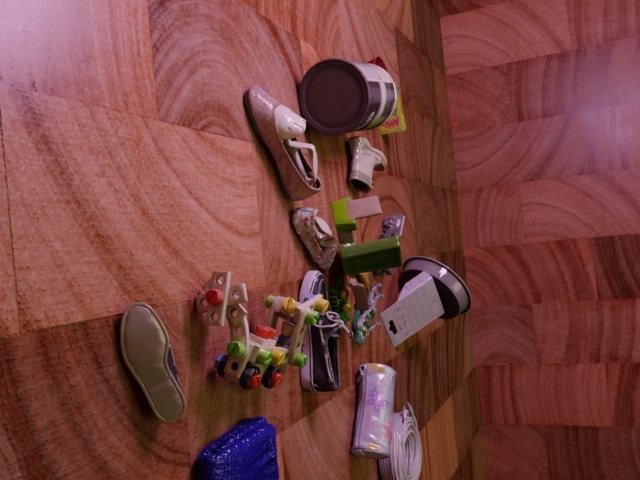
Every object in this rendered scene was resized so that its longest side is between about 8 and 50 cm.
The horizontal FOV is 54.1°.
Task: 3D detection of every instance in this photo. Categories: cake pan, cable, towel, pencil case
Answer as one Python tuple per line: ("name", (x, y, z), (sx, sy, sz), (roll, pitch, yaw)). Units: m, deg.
("cake pan", (0.415, 0.184, 2.313), (0.054, 0.293, 0.293), (-47, 131, -29))
("cable", (0.259, 0.693, 2.045), (0.257, 0.089, 0.257), (-66, 143, -47))
("towel", (-0.139, 0.519, 1.204), (0.228, 0.076, 0.307), (-16, 99, -67))
("pencil case", (0.156, 0.497, 1.829), (0.124, 0.114, 0.272), (38, 49, -45))

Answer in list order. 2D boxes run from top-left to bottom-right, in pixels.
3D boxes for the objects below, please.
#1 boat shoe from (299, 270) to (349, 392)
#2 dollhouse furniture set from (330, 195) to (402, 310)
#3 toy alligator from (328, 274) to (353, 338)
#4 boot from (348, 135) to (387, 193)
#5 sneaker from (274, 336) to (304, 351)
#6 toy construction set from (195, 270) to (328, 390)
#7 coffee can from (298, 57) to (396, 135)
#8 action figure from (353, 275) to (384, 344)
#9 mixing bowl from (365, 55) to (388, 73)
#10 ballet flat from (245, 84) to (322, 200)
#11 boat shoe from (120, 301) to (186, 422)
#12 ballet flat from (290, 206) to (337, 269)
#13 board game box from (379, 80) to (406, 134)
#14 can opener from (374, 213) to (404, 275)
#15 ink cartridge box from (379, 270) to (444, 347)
("boat shoe", (0.011, 0.225, 1.574), (0.113, 0.105, 0.306), (35, 53, -60))
("dollhouse furniture set", (0.135, 0.036, 1.717), (0.301, 0.152, 0.197), (74, 5, -53))
("toy alligator", (0.054, 0.193, 1.755), (0.052, 0.056, 0.189), (-14, 101, -24))
("boot", (0.152, -0.226, 2.041), (0.213, 0.077, 0.164), (32, 55, -55))
("sneaker", (-0.071, 0.241, 1.432), (0.098, 0.069, 0.038), (33, 54, -60))
("toy construction set", (-0.114, 0.179, 1.249), (0.328, 0.151, 0.214), (27, 84, -53))
("coffee can", (0.084, -0.407, 1.774), (0.275, 0.202, 0.201), (-29, 111, -64))
("action figure", (0.146, 0.233, 1.941), (0.232, 0.064, 0.137), (-65, 145, -44))
("mixing bowl", (0.167, -0.520, 2.117), (0.181, 0.098, 0.181), (-6, 90, -65))
("ballet flat", (-0.072, -0.237, 1.500), (0.107, 0.106, 0.315), (-70, 145, -45))
("boat shoe", (-0.276, 0.195, 1.021), (0.065, 0.075, 0.205), (14, -58, 70))
("ballet flat", (0.000, 0.000, 1.642), (0.241, 0.077, 0.091), (56, 35, -48))
("board game box", (0.252, -0.488, 2.306), (0.043, 0.092, 0.181), (-49, 128, -60))
("can opener", (0.248, 0.022, 2.198), (0.095, 0.076, 0.283), (61, 34, -40))
("ink cartridge box", (0.317, 0.244, 2.219), (0.066, 0.233, 0.189), (48, -14, 54))
